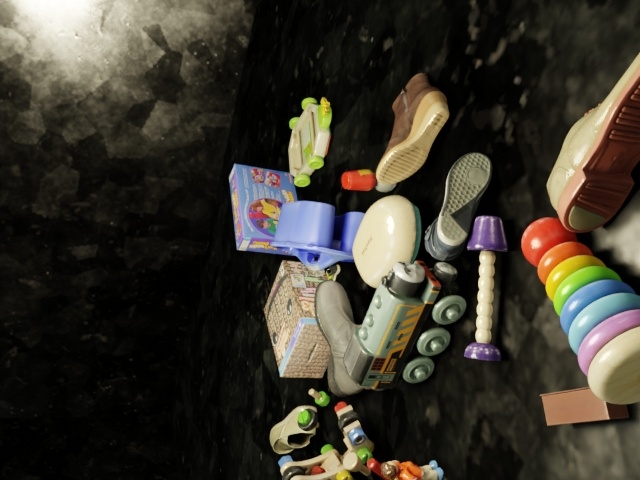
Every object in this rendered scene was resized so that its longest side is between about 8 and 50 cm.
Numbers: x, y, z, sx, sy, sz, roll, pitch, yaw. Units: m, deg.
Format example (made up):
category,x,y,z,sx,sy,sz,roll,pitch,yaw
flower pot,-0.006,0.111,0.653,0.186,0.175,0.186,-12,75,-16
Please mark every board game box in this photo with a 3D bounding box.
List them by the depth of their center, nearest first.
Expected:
category,x,y,z,sx,sy,sz,roll,pitch,yaw
board game box,-0.058,0.245,1.936,0.291,0.141,0.232,-113,37,-49
board game box,-0.197,-0.114,2.235,0.078,0.233,0.347,122,146,-44

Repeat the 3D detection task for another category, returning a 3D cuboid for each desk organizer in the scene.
category,x,y,z,sx,sy,sz,roll,pitch,yaw
desk organizer,0.414,0.260,0.970,0.130,0.047,0.050,141,128,-59

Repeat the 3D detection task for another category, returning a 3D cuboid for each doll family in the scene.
category,x,y,z,sx,sy,sz,roll,pitch,yaw
doll family,0.204,0.531,1.223,0.263,0.163,0.118,-171,92,-66

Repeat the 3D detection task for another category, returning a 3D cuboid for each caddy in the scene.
category,x,y,z,sx,sy,sz,roll,pitch,yaw
caddy,0.000,0.000,1.751,0.341,0.241,0.179,1,79,67

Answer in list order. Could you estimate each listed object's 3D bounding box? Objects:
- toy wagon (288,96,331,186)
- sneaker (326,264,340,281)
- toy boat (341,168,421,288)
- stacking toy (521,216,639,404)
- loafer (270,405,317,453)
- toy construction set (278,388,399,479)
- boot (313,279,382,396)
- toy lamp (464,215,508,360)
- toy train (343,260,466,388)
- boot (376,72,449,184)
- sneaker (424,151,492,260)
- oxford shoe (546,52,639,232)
category,x,y,z,sx,sy,sz,roll,pitch,yaw
toy wagon,-0.030,-0.359,2.125,0.344,0.068,0.267,134,137,-53
sneaker,0.031,0.103,1.901,0.031,0.035,0.083,-107,32,-44
toy boat,0.164,-0.054,1.537,0.267,0.148,0.318,119,141,-51
stacking toy,0.404,0.082,0.949,0.330,0.141,0.141,-107,33,-52
loafer,-0.089,0.621,1.959,0.092,0.102,0.268,-97,27,-42
toy construction set,0.081,0.565,1.539,0.309,0.237,0.257,7,60,50
boot,0.096,0.242,1.649,0.223,0.118,0.338,-38,60,55
toy lamp,0.318,0.090,1.193,0.080,0.080,0.274,174,102,-66
toy train,0.179,0.188,1.346,0.142,0.190,0.334,-117,40,-51
boot,0.209,-0.272,1.504,0.248,0.090,0.207,-50,29,24
sneaker,0.286,-0.063,1.296,0.163,0.086,0.226,88,-154,-65
oxford shoe,0.442,-0.184,0.932,0.130,0.123,0.348,-105,32,-51
